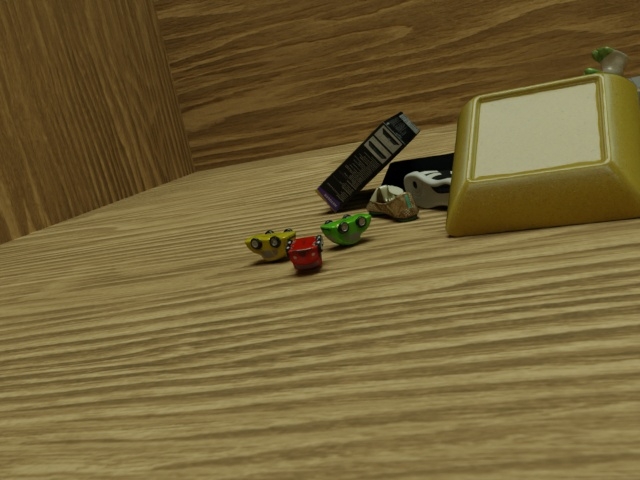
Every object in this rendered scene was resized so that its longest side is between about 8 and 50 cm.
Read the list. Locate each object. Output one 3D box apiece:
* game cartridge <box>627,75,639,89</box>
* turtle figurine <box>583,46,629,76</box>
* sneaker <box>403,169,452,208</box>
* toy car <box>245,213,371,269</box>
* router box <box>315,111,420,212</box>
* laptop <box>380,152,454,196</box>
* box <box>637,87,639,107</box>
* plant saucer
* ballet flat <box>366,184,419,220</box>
[{"bbox_3d":[0.868,-0.335,1.730,0.230,0.068,0.355,-13,30,15],"label":"game cartridge"},{"bbox_3d":[0.507,-0.251,1.392,0.275,0.266,0.198,10,-17,44],"label":"turtle figurine"},{"bbox_3d":[0.282,-0.120,1.471,0.121,0.079,0.217,-20,17,-20],"label":"sneaker"},{"bbox_3d":[0.000,0.000,1.267,0.225,0.053,0.239,-18,14,-27],"label":"toy car"},{"bbox_3d":[0.129,-0.209,1.760,0.243,0.081,0.309,-44,0,20],"label":"router box"},{"bbox_3d":[0.300,-0.146,1.747,0.234,0.136,0.264,-4,-11,30],"label":"laptop"},{"bbox_3d":[0.820,-0.245,1.315,0.215,0.168,0.345,-20,15,-36],"label":"box"},{"bbox_3d":[0.385,-0.172,1.199,0.333,0.081,0.332,-7,47,25],"label":"plant saucer"},{"bbox_3d":[0.153,-0.088,1.484,0.073,0.067,0.206,-17,12,-19],"label":"ballet flat"}]
